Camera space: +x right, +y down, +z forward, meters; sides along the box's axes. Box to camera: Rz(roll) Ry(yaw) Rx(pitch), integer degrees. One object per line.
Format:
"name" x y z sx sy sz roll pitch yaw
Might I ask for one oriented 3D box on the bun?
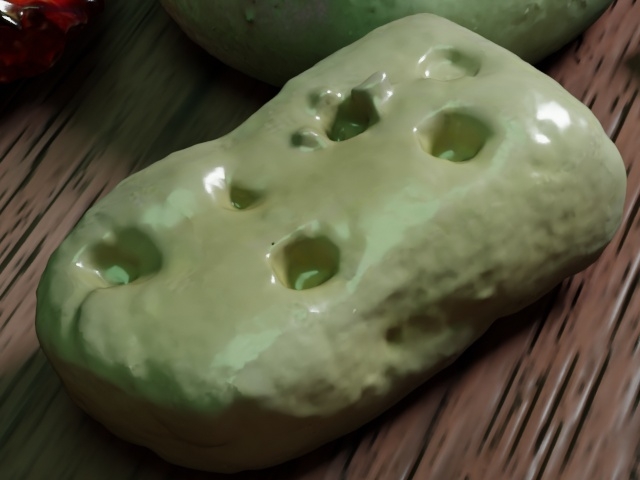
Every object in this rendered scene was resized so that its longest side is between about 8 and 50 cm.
"bun" 0.037 -0.217 1.059 0.293 0.187 0.293 -6 39 4

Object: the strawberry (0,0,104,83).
"strawberry" -0.209 -0.149 1.098 0.190 0.111 0.236 34 28 6

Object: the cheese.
"cheese" 0.000 -0.001 0.882 0.263 0.093 0.159 -35 48 -19
